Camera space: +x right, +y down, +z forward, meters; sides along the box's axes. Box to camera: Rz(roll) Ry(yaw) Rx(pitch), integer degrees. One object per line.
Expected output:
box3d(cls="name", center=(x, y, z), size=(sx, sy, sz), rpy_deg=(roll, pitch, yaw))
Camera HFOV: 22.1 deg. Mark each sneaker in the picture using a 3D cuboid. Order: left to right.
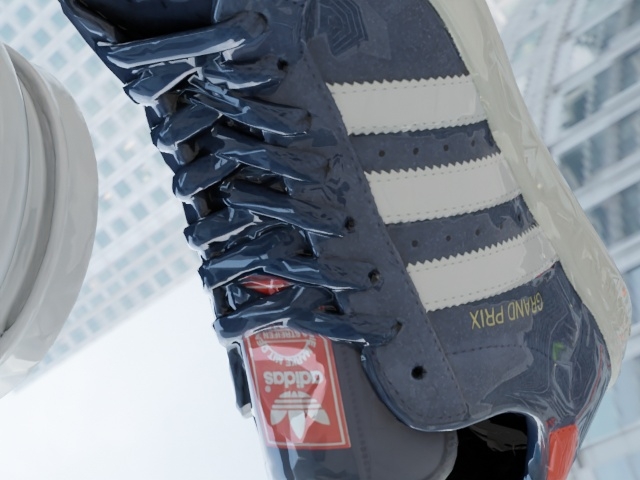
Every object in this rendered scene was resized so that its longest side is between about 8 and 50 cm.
box3d(cls="sneaker", center=(0.000, 0.000, 0.562), size=(0.350, 0.131, 0.148), rpy_deg=(47, -125, -37))

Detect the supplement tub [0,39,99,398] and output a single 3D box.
box3d(cls="supplement tub", center=(-0.271, -0.038, 0.705), size=(0.316, 0.228, 0.228), rpy_deg=(21, -126, -52))
